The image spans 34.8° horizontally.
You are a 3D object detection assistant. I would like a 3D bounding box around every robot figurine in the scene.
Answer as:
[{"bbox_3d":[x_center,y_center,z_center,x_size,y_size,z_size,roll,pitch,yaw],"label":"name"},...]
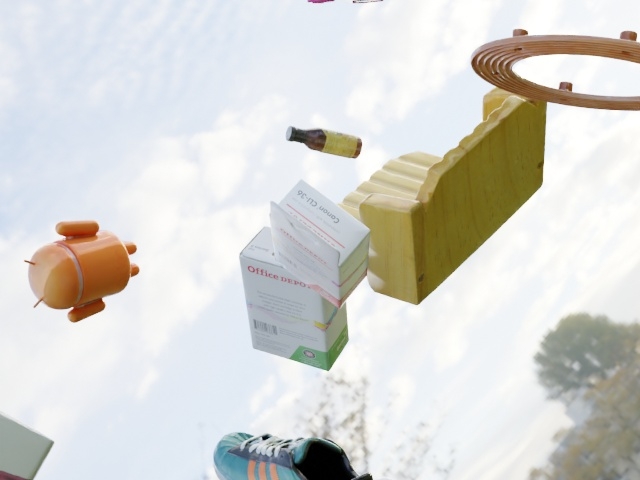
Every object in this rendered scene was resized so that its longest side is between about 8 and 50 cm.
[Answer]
[{"bbox_3d":[-0.435,0.051,1.852,0.219,0.128,0.158,-18,-34,-45],"label":"robot figurine"}]

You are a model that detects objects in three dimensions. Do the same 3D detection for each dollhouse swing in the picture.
[{"bbox_3d":[0.157,-0.117,1.732,0.347,0.305,0.315,-40,-36,-25],"label":"dollhouse swing"}]

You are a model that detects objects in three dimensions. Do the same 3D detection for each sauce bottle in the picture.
[{"bbox_3d":[0.006,-0.165,1.687,0.128,0.042,0.042,10,-55,-25],"label":"sauce bottle"}]

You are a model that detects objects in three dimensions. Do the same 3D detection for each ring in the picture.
[{"bbox_3d":[0.372,-0.232,1.389,0.336,0.336,0.032,20,-102,-67],"label":"ring"}]

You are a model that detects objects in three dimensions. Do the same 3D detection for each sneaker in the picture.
[{"bbox_3d":[-0.031,0.299,1.346,0.108,0.302,0.121,-14,-66,-42],"label":"sneaker"}]

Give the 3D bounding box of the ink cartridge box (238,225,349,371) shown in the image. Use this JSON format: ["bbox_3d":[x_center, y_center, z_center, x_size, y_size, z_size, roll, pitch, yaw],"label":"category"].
[{"bbox_3d":[-0.041,0.097,1.709,0.093,0.154,0.212,-53,-33,-42],"label":"ink cartridge box"}]

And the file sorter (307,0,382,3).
[{"bbox_3d":[0.145,-0.475,1.594,0.202,0.290,0.182,-25,-67,-60],"label":"file sorter"}]

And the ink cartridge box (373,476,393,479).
[{"bbox_3d":[0.081,0.460,1.464,0.330,0.324,0.072,0,-73,-39],"label":"ink cartridge box"}]

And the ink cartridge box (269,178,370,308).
[{"bbox_3d":[0.000,0.000,1.295,0.067,0.115,0.198,-49,-14,-17],"label":"ink cartridge box"}]

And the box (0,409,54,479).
[{"bbox_3d":[-0.397,0.289,1.091,0.232,0.126,0.148,-62,8,-17],"label":"box"}]
